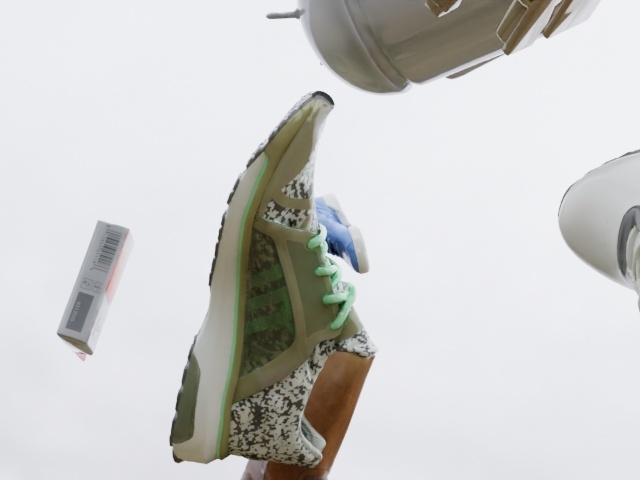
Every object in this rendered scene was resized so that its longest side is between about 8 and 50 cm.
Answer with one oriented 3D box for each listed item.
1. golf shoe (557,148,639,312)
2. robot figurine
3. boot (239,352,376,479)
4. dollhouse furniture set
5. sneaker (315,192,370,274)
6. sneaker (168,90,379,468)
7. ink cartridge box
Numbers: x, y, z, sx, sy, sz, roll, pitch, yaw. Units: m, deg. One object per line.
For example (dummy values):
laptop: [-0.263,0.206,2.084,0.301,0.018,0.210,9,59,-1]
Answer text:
golf shoe: [0.227,0.002,0.752,0.120,0.105,0.273,-10,16,-30]
robot figurine: [0.123,-0.277,1.303,0.353,0.200,0.300,-20,-39,23]
boot: [0.010,0.254,1.297,0.096,0.280,0.264,28,-13,-36]
dollhouse furniture set: [0.151,-0.251,0.990,0.151,0.144,0.123,50,-36,16]
sneaker: [0.000,0.001,1.471,0.084,0.152,0.058,-18,-51,-11]
sneaker: [-0.020,0.053,1.238,0.182,0.410,0.158,15,16,1]
ink cartridge box: [-0.259,0.070,1.467,0.045,0.145,0.179,16,-16,6]
